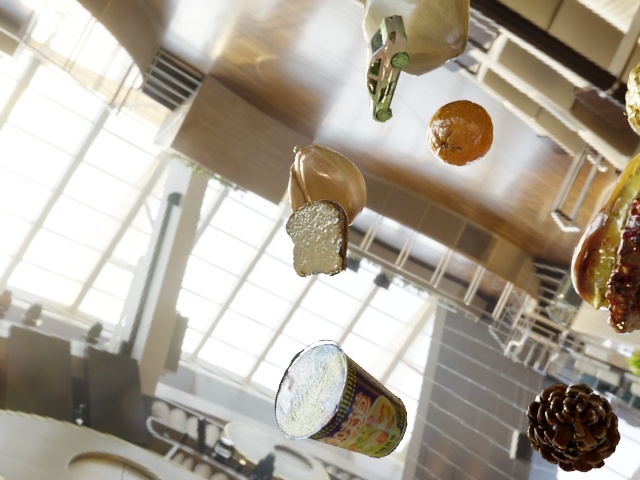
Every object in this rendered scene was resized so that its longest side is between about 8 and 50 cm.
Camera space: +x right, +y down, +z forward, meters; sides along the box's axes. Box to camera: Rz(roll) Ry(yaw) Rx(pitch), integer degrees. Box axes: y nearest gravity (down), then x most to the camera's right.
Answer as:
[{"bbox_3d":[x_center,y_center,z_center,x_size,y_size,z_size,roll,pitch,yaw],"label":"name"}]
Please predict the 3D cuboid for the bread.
[{"bbox_3d":[0.000,0.000,0.936,0.129,0.126,0.044,-11,171,39],"label":"bread"}]

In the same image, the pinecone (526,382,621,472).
[{"bbox_3d":[0.457,0.333,1.025,0.173,0.174,0.173,27,177,2],"label":"pinecone"}]

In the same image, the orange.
[{"bbox_3d":[0.280,-0.212,1.145,0.135,0.117,0.136,19,146,14],"label":"orange"}]

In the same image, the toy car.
[{"bbox_3d":[0.125,-0.342,1.150,0.076,0.090,0.224,2,143,-8],"label":"toy car"}]

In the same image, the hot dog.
[{"bbox_3d":[0.618,0.030,1.080,0.185,0.223,0.405,41,150,47],"label":"hot dog"}]

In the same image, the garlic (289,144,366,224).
[{"bbox_3d":[0.017,-0.139,1.374,0.217,0.110,0.228,20,137,35],"label":"garlic"}]

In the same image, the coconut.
[{"bbox_3d":[0.243,-0.526,1.372,0.266,0.237,0.237,38,-178,26],"label":"coconut"}]

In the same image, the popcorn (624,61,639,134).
[{"bbox_3d":[0.745,-0.312,1.143,0.190,0.250,0.250,46,170,-21],"label":"popcorn"}]

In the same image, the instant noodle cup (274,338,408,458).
[{"bbox_3d":[0.076,0.465,1.576,0.312,0.284,0.284,36,172,-31],"label":"instant noodle cup"}]
